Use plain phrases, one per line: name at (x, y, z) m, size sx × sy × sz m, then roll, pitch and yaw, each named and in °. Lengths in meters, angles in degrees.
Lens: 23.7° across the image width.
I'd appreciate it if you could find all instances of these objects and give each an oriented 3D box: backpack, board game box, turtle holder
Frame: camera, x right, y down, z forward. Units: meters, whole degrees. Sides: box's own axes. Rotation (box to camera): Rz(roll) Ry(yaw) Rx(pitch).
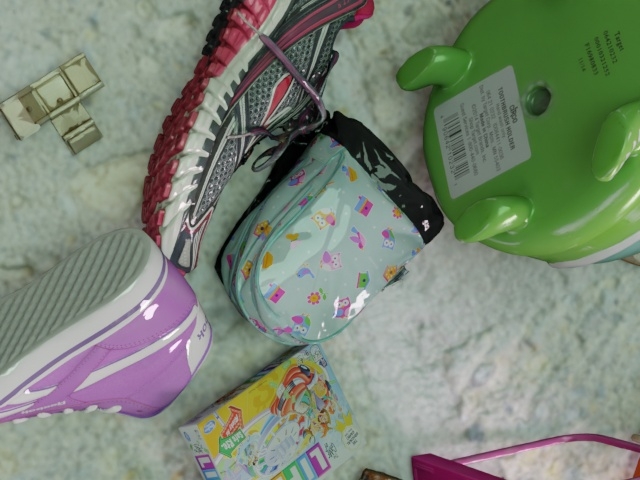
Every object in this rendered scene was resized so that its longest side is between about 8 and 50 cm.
backpack at (0.000, 0.000, 1.261) m, size 0.182 × 0.115 × 0.152 m, roll -46°, pitch 105°, yaw -8°
board game box at (-0.036, 0.162, 1.262) m, size 0.154 × 0.026 × 0.103 m, roll -33°, pitch 102°, yaw -42°
turtle holder at (0.243, -0.119, 1.240) m, size 0.227 × 0.243 × 0.320 m, roll 16°, pitch 117°, yaw -43°

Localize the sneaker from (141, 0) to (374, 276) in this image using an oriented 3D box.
sneaker at (-0.055, -0.105, 1.237) m, size 0.112 × 0.121 × 0.299 m, roll 28°, pitch 83°, yaw -15°

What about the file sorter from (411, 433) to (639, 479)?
file sorter at (0.216, 0.323, 1.288) m, size 0.182 × 0.202 × 0.290 m, roll -9°, pitch 94°, yaw -21°

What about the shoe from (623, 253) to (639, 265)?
shoe at (0.347, -0.002, 1.391) m, size 0.219 × 0.058 × 0.076 m, roll 15°, pitch 87°, yaw -16°

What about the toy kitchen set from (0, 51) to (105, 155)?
toy kitchen set at (-0.205, -0.101, 1.217) m, size 0.083 × 0.075 × 0.068 m, roll -34°, pitch 101°, yaw -9°

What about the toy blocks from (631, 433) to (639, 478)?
toy blocks at (0.335, 0.217, 1.395) m, size 0.123 × 0.054 × 0.148 m, roll 18°, pitch 86°, yaw -17°

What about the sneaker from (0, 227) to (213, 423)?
sneaker at (-0.217, 0.118, 1.207) m, size 0.282 × 0.102 × 0.161 m, roll -26°, pitch 136°, yaw 7°

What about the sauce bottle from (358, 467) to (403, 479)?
sauce bottle at (0.036, 0.262, 1.313) m, size 0.042 × 0.042 × 0.128 m, roll 19°, pitch 84°, yaw -16°
